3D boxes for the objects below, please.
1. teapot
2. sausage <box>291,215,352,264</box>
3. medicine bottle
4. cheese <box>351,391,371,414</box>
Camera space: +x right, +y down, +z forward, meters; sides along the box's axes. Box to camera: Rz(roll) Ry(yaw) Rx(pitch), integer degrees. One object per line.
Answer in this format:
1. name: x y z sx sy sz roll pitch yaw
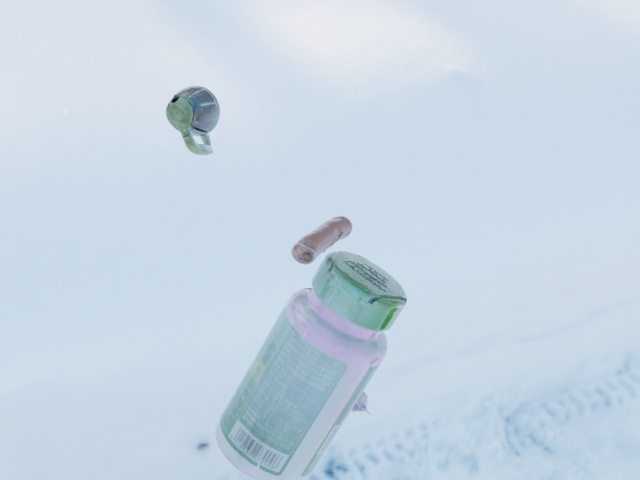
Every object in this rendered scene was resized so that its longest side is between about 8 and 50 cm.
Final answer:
1. teapot: -0.233 -0.226 1.941 0.124 0.092 0.091 45 23 9
2. sausage: 0.000 0.000 1.408 0.036 0.042 0.158 52 27 1
3. medicine bottle: -0.009 0.149 1.236 0.133 0.274 0.133 26 21 -11
4. cheese: 0.015 0.218 1.720 0.191 0.105 0.042 43 85 8
